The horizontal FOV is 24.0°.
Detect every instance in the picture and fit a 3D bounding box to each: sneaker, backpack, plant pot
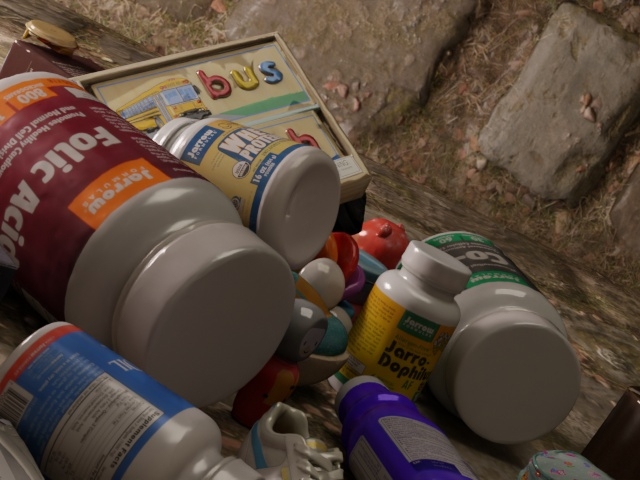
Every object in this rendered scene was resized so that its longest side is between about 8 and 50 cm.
[{"bbox_3d":[-0.017,0.233,1.369,0.087,0.092,0.229,22,14,-33],"label":"sneaker"},{"bbox_3d":[0.291,0.315,1.665,0.152,0.115,0.182,15,15,-40],"label":"backpack"},{"bbox_3d":[0.412,0.287,1.940,0.167,0.165,0.167,27,11,-5],"label":"plant pot"}]

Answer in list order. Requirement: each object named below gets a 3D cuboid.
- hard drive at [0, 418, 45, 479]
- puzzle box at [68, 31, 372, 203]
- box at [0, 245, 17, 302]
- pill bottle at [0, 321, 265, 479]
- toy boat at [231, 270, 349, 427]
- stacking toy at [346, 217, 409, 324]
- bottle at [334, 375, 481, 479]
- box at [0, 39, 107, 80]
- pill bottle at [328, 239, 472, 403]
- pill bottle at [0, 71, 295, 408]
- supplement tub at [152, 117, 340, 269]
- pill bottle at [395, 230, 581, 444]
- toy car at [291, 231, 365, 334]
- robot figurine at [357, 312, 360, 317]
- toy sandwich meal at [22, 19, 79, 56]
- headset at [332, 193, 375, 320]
[{"bbox_3d":[-0.335,0.164,1.013,0.339,0.064,0.237,19,14,-34],"label":"hard drive"},{"bbox_3d":[-0.166,-0.122,1.945,0.408,0.052,0.272,-19,63,-31],"label":"puzzle box"},{"bbox_3d":[-0.406,0.006,1.335,0.163,0.142,0.247,18,14,-40],"label":"box"},{"bbox_3d":[-0.159,0.172,1.228,0.221,0.124,0.124,32,12,16],"label":"pill bottle"},{"bbox_3d":[-0.065,0.093,1.727,0.267,0.148,0.318,24,12,-18],"label":"toy boat"},{"bbox_3d":[0.000,0.000,2.331,0.279,0.130,0.309,30,11,8],"label":"stacking toy"},{"bbox_3d":[0.088,0.234,1.601,0.118,0.092,0.283,23,12,-26],"label":"bottle"},{"bbox_3d":[-0.345,-0.153,2.109,0.203,0.167,0.168,34,14,30],"label":"box"},{"bbox_3d":[0.104,0.110,1.887,0.117,0.208,0.117,27,11,-6],"label":"pill bottle"},{"bbox_3d":[-0.222,-0.003,1.594,0.392,0.224,0.224,36,14,36],"label":"pill bottle"},{"bbox_3d":[-0.093,-0.059,1.728,0.199,0.144,0.144,19,6,29],"label":"supplement tub"},{"bbox_3d":[0.224,0.131,2.086,0.204,0.204,0.361,24,11,-17],"label":"pill bottle"},{"bbox_3d":[-0.005,0.053,1.964,0.136,0.182,0.159,-31,42,-25],"label":"toy car"},{"bbox_3d":[0.088,0.138,1.997,0.067,0.115,0.101,4,38,40],"label":"robot figurine"},{"bbox_3d":[-0.378,-0.281,2.103,0.085,0.029,0.085,24,16,-8],"label":"toy sandwich meal"},{"bbox_3d":[-0.027,-0.012,2.144,0.394,0.243,0.185,51,3,26],"label":"headset"}]
